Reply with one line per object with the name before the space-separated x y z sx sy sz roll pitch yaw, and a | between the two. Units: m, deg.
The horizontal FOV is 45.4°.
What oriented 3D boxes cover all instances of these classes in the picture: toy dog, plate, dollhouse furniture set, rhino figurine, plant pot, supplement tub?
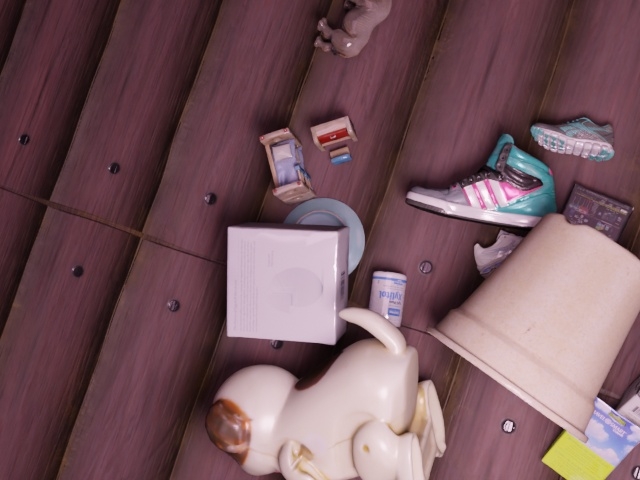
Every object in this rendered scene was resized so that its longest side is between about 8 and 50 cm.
toy dog | -0.011 0.335 1.424 0.408 0.284 0.395 -8 115 20
plate | 0.000 0.000 1.623 0.188 0.024 0.188 -2 82 13
dollhouse furniture set | -0.012 -0.171 1.593 0.184 0.129 0.129 -17 79 10
rhino figurine | 0.093 -0.496 1.644 0.106 0.073 0.243 36 90 18
plant pot | 0.411 0.134 1.358 0.334 0.334 0.305 36 90 14
supplement tub | 0.135 0.119 1.553 0.071 0.071 0.107 5 84 13

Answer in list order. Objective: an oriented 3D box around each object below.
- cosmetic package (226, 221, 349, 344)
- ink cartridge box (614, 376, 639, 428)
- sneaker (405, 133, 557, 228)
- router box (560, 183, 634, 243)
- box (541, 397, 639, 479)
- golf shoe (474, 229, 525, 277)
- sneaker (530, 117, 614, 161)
cosmetic package | -0.064 0.081 1.549 0.225 0.138 0.224 3 96 12
ink cartridge box | 0.637 0.287 1.348 0.148 0.203 0.086 36 53 14
sneaker | 0.326 -0.124 1.513 0.296 0.124 0.178 9 90 6
router box | 0.536 -0.044 1.502 0.122 0.038 0.092 26 88 15
box | 0.505 0.374 1.415 0.109 0.042 0.178 36 118 14
golf shoe | 0.388 0.010 1.516 0.176 0.069 0.086 -22 72 7
sneaker | 0.506 -0.213 1.529 0.166 0.065 0.076 18 70 11
